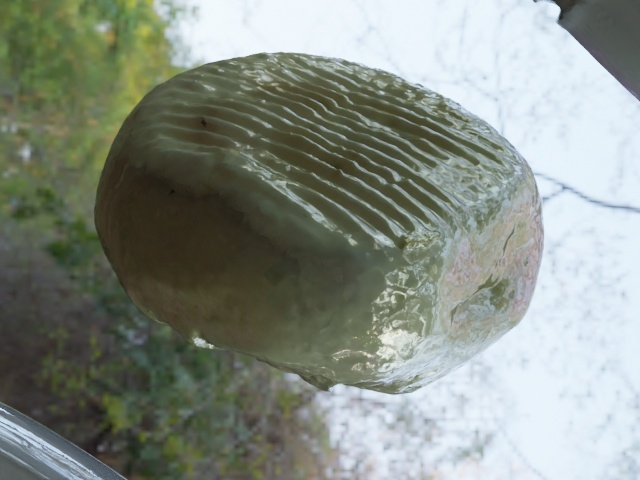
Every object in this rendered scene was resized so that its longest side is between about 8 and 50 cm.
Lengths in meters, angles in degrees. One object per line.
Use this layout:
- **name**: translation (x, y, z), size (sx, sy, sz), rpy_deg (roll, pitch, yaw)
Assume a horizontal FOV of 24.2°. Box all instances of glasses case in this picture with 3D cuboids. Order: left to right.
- **glasses case**: translation (-0.092, 0.103, 0.557), size (0.041, 0.164, 0.063), rpy_deg (-54, -172, 2)

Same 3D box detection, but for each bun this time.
- **bun**: translation (0.000, 0.000, 1.192), size (0.361, 0.361, 0.213), rpy_deg (-122, -145, -51)

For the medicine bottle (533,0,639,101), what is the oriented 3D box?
- **medicine bottle**: translation (0.123, -0.223, 0.633), size (0.325, 0.256, 0.256), rpy_deg (46, -34, 0)
